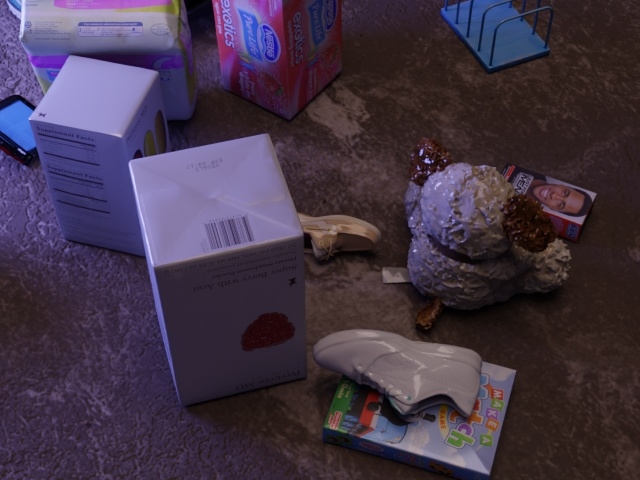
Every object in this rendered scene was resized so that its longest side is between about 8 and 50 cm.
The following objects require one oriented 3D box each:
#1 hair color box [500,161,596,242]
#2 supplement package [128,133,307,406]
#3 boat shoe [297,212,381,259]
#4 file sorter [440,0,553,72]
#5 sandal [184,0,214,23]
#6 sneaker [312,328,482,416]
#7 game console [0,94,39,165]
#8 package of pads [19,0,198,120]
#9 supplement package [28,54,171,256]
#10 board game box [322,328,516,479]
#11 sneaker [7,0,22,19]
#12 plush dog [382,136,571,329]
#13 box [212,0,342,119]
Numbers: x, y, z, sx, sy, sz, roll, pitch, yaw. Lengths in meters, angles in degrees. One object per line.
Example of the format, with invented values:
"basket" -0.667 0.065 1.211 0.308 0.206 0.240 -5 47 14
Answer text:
"hair color box" 0.323 -0.057 1.611 0.141 0.043 0.072 21 53 16
"supplement package" -0.121 0.043 1.369 0.178 0.293 0.175 -13 51 -10
"boat shoe" 0.000 0.000 1.558 0.170 0.063 0.059 5 53 17
"file sorter" 0.297 -0.386 1.844 0.118 0.104 0.170 -19 52 -15
"sandal" -0.229 -0.447 1.842 0.446 0.107 0.167 -23 63 -31
"sneaker" 0.091 0.170 1.360 0.212 0.080 0.094 7 62 5
"game console" -0.484 -0.189 1.701 0.144 0.124 0.085 34 85 26
"package of pads" -0.299 -0.268 1.624 0.229 0.296 0.101 -1 75 -5
"supplement package" -0.294 -0.114 1.531 0.134 0.244 0.139 12 52 10
"board game box" 0.127 0.208 1.396 0.212 0.039 0.160 14 52 11
"sneaker" -0.442 -0.394 1.851 0.275 0.110 0.107 32 57 23
"plush dog" 0.191 -0.013 1.457 0.262 0.225 0.210 31 57 23
"box" -0.064 -0.359 1.696 0.142 0.299 0.154 28 55 24
